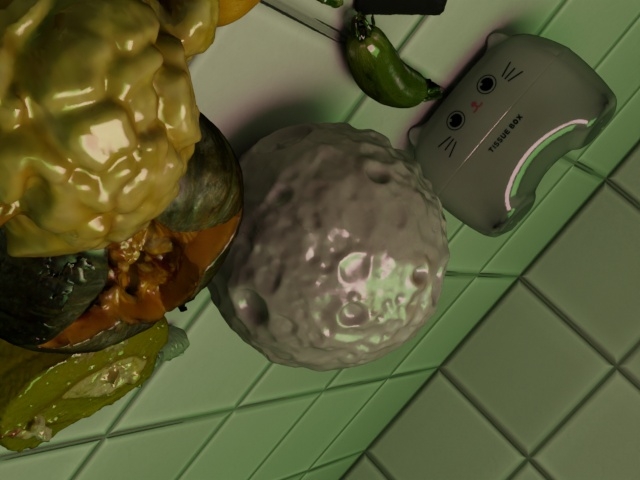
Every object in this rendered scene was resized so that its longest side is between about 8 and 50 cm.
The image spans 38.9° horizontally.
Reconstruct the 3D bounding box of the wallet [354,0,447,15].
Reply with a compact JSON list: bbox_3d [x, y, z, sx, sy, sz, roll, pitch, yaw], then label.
[{"bbox_3d":[0.118,-0.372,1.097,0.124,0.025,0.244,-3,146,-11],"label":"wallet"}]

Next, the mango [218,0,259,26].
[{"bbox_3d":[-0.090,-0.286,0.854,0.145,0.112,0.219,-34,164,-27],"label":"mango"}]

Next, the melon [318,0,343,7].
[{"bbox_3d":[0.068,-0.401,0.759,0.343,0.226,0.331,-66,147,-59],"label":"melon"}]

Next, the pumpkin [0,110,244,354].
[{"bbox_3d":[-0.228,-0.020,0.959,0.320,0.192,0.320,-35,156,-18],"label":"pumpkin"}]

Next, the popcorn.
[{"bbox_3d":[-0.201,-0.126,0.719,0.332,0.265,0.225,-55,130,-31],"label":"popcorn"}]

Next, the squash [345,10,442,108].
[{"bbox_3d":[0.094,-0.234,1.282,0.080,0.071,0.318,-20,165,20],"label":"squash"}]

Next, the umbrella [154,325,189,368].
[{"bbox_3d":[-0.263,0.173,1.397,0.143,0.062,0.067,-29,119,-54],"label":"umbrella"}]

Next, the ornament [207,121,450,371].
[{"bbox_3d":[0.000,0.000,1.213,0.337,0.337,0.337,-36,156,-19],"label":"ornament"}]

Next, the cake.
[{"bbox_3d":[-0.318,0.138,1.140,0.260,0.156,0.179,-31,160,-33],"label":"cake"}]

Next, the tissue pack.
[{"bbox_3d":[0.319,-0.188,1.559,0.333,0.236,0.229,-50,166,12],"label":"tissue pack"}]
